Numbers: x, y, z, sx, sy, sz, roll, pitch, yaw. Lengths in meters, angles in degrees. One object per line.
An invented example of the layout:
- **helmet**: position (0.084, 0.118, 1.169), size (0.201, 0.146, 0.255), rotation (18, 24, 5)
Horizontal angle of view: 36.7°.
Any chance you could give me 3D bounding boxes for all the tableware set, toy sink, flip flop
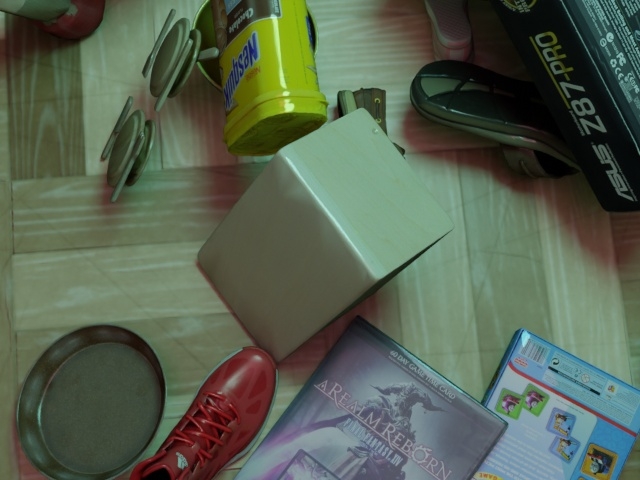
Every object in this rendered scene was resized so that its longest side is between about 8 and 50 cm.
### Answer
- **tableware set**: position (-0.167, -0.137, 1.002), size (0.039, 0.128, 0.194), rotation (21, 110, -26)
- **toy sink**: position (0.000, 0.000, 0.992), size (0.131, 0.234, 0.152), rotation (-32, 81, -37)
- **flip flop**: position (0.225, -0.115, 1.062), size (0.277, 0.080, 0.112), rotation (16, 48, -4)

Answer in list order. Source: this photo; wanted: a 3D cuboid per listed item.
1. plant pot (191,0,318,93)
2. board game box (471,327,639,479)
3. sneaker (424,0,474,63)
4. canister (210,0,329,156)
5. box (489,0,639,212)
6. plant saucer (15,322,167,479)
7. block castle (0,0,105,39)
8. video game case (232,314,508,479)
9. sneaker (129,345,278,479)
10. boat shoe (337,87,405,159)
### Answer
- **plant pot**: position (-0.071, -0.204, 1.057), size (0.134, 0.095, 0.134), rotation (1, 80, -3)
- **board game box**: position (0.235, 0.223, 1.022), size (0.160, 0.039, 0.211), rotation (28, 79, 3)
- **sneaker**: position (0.148, -0.244, 1.105), size (0.051, 0.070, 0.134), rotation (-6, 50, 5)
- **canister**: position (-0.055, -0.182, 0.942), size (0.073, 0.126, 0.169), rotation (-2, 76, -28)
- **box**: position (0.315, -0.276, 0.970), size (0.318, 0.097, 0.395), rotation (-43, 109, -25)
- **plant saucer**: position (-0.231, 0.169, 0.992), size (0.169, 0.029, 0.168), rotation (-5, 68, 13)
- **block castle**: position (-0.194, -0.447, 0.997), size (0.453, 0.213, 0.303), rotation (-31, 91, 14)
- **video game case**: position (0.035, 0.242, 0.996), size (0.196, 0.026, 0.274), rotation (35, 82, 14)
- **sneaker**: position (-0.115, 0.202, 0.962), size (0.087, 0.128, 0.221), rotation (31, 81, 2)
- **boat shoe**: position (0.066, -0.087, 1.058), size (0.060, 0.064, 0.178), rotation (-13, 78, -3)
